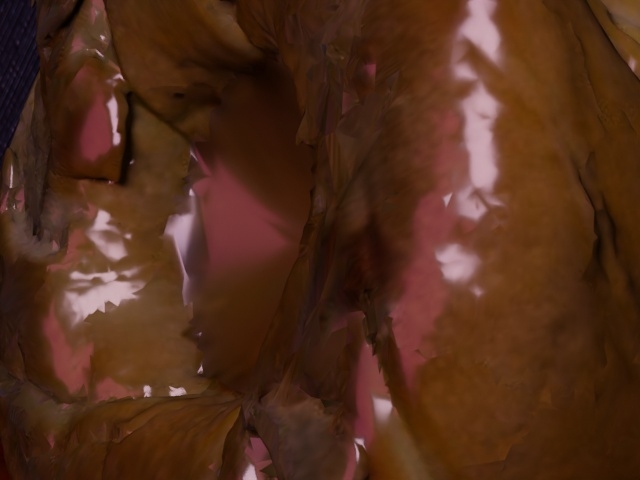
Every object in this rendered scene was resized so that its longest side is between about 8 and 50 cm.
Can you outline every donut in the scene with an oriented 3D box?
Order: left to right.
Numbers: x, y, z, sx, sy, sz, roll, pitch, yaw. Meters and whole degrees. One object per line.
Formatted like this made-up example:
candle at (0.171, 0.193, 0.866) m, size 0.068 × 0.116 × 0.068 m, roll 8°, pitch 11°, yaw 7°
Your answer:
donut at (0.000, 0.000, 0.687) m, size 0.360 × 0.170 × 0.360 m, roll -15°, pitch 72°, yaw 54°

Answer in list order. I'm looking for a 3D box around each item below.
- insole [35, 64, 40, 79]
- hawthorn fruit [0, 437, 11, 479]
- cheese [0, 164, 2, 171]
insole at (-0.166, -0.057, 1.135) m, size 0.322 × 0.007 × 0.109 m, roll -61°, pitch 39°, yaw 38°
hawthorn fruit at (-0.298, 0.221, 1.003) m, size 0.285 × 0.369 × 0.284 m, roll -179°, pitch 90°, yaw -79°
cheese at (-0.228, 0.005, 1.079) m, size 0.329 × 0.217 × 0.129 m, roll -26°, pitch 107°, yaw 42°
